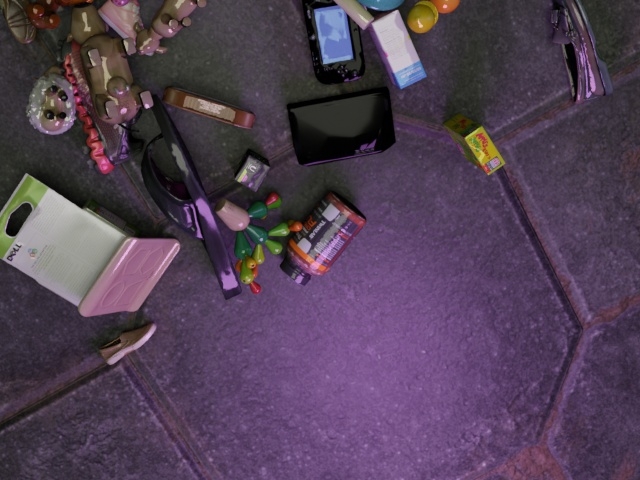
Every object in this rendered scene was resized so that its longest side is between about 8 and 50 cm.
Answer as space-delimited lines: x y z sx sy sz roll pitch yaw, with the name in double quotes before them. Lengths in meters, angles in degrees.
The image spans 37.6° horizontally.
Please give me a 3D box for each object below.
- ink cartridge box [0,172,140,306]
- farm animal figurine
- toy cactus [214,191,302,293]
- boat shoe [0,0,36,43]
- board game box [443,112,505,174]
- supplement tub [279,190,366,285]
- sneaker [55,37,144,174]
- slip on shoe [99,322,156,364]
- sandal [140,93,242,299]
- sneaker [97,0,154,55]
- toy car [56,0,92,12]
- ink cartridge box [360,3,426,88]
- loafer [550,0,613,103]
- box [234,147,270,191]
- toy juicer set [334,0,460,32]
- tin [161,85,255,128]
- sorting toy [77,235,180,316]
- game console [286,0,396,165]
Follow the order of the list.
"ink cartridge box" -0.527 -0.005 1.925 0.255 0.097 0.189 34 100 -12
"farm animal figurine" -0.383 -0.363 1.745 0.330 0.172 0.327 -4 101 -26
"toy cactus" -0.137 -0.019 1.913 0.180 0.112 0.219 39 65 -34
"boat shoe" -0.591 -0.454 1.814 0.056 0.049 0.152 -21 103 -20
"board game box" 0.311 -0.199 1.919 0.043 0.181 0.092 -35 107 4
"supplement tub" 0.000 0.000 1.980 0.106 0.106 0.198 37 98 -15
"sneaker" -0.429 -0.274 1.858 0.135 0.098 0.276 -17 109 -1
"slip on shoe" -0.415 0.214 2.024 0.135 0.051 0.041 -34 109 12
"sandal" -0.278 -0.071 1.891 0.107 0.167 0.446 -22 108 -7
"sneaker" -0.365 -0.428 1.845 0.134 0.051 0.070 42 103 -11
"toy car" -0.489 -0.522 1.760 0.159 0.136 0.182 -32 107 3
"ink cartridge box" 0.142 -0.403 1.882 0.061 0.104 0.181 -26 107 2
"loafer" 0.519 -0.404 1.934 0.084 0.096 0.268 -26 109 7
"box" -0.141 -0.145 1.933 0.052 0.083 0.062 30 101 -14
"toy juicer set" 0.122 -0.468 1.787 0.329 0.089 0.209 -20 75 -27
"tin" -0.222 -0.267 1.881 0.189 0.106 0.040 16 96 -11
"sorting toy" -0.391 0.068 1.922 0.038 0.208 0.193 38 100 17
"game console" 0.026 -0.337 1.907 0.213 0.044 0.361 -11 111 -3
